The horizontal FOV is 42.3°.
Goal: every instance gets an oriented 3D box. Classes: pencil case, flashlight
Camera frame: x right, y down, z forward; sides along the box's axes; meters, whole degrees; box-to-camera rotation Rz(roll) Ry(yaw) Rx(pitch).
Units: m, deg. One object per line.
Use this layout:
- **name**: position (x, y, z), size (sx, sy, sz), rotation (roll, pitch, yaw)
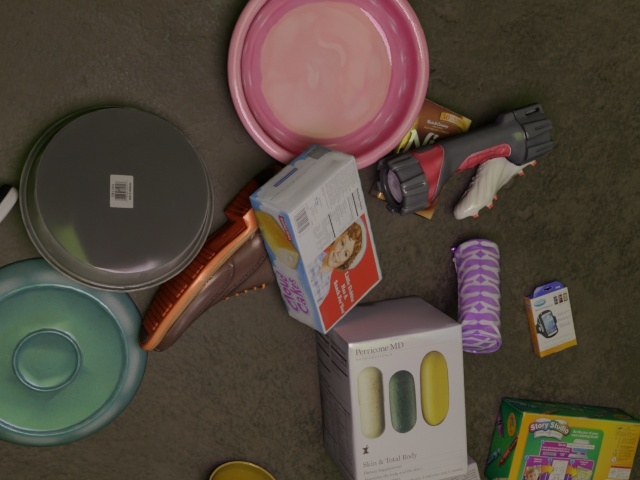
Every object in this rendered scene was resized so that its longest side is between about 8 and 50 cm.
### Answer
- **pencil case**: position (0.268, 0.094, 1.429), size (0.088, 0.206, 0.086), rotation (-3, 145, 13)
- **flashlight**: position (0.245, -0.131, 1.373), size (0.303, 0.103, 0.103), rotation (-18, 69, -19)

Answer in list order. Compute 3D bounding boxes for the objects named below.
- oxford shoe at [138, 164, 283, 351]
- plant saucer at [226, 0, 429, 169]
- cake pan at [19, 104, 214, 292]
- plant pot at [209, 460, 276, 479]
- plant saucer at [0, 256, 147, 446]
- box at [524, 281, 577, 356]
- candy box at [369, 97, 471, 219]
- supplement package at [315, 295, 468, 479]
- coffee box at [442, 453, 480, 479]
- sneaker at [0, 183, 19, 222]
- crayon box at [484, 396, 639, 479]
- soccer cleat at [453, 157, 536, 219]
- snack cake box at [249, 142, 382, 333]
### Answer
- **oxford shoe**: position (-0.143, 0.054, 1.331), size (0.364, 0.130, 0.132), rotation (-48, 115, -3)
- **plant saucer**: position (0.009, -0.274, 1.332), size (0.331, 0.084, 0.332), rotation (-3, 101, -15)
- **cake pan**: position (-0.298, -0.070, 1.244), size (0.293, 0.054, 0.293), rotation (4, 79, -20)
- **plant pot**: position (-0.141, 0.463, 1.419), size (0.134, 0.134, 0.095), rotation (12, 123, -18)
- **plant saucer**: position (-0.433, 0.186, 1.312), size (0.317, 0.043, 0.318), rotation (-3, 101, -17)
- **box**: position (0.437, 0.145, 1.573), size (0.081, 0.028, 0.136), rotation (-17, 103, -13)
- **candy box**: position (0.171, -0.143, 1.423), size (0.109, 0.053, 0.187), rotation (21, 93, -19)
- **supplement package**: position (0.116, 0.255, 1.406), size (0.199, 0.198, 0.263), rotation (-8, 103, -15)
- **coffee box**: position (0.230, 0.517, 1.509), size (0.118, 0.168, 0.297), rotation (-19, 105, -12)
- **sneaker**: position (-0.557, -0.025, 1.213), size (0.121, 0.079, 0.217), rotation (43, 87, -19)
- **crayon box**: position (0.473, 0.406, 1.605), size (0.278, 0.081, 0.166), rotation (9, 98, -18)
- **soccer cleat**: position (0.297, -0.115, 1.463), size (0.196, 0.068, 0.076), rotation (-42, 104, -13)
- **snack cake box**: position (0.000, 0.000, 1.306), size (0.152, 0.089, 0.264), rotation (-43, 137, -29)
